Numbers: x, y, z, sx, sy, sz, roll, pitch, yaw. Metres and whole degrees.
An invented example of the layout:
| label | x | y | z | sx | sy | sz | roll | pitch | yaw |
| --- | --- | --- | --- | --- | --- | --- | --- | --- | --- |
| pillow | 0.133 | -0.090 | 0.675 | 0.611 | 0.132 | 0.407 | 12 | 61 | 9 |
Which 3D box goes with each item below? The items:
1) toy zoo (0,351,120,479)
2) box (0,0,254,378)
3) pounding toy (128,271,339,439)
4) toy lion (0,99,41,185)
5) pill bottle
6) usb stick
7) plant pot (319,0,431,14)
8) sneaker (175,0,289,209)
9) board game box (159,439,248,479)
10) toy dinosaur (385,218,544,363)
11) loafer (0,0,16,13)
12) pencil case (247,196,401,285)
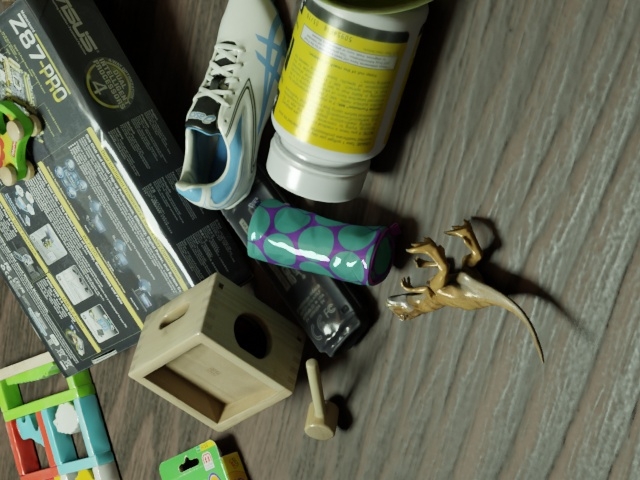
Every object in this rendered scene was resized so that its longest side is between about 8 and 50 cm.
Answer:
| label | x | y | z | sx | sy | sz | roll | pitch | yaw |
| --- | --- | --- | --- | --- | --- | --- | --- | --- | --- |
| toy zoo | -0.332 | 0.292 | 2.119 | 0.192 | 0.030 | 0.293 | -20 | 85 | 47 |
| box | -0.290 | -0.061 | 1.873 | 0.318 | 0.097 | 0.395 | -28 | 94 | 48 |
| pounding toy | -0.060 | 0.125 | 1.715 | 0.181 | 0.206 | 0.094 | -32 | 33 | 40 |
| toy lion | -0.356 | -0.114 | 1.814 | 0.096 | 0.034 | 0.100 | 40 | 133 | 27 |
| pill bottle | 0.020 | -0.149 | 1.569 | 0.119 | 0.119 | 0.208 | 39 | 125 | 34 |
| usb stick | -0.043 | -0.001 | 1.729 | 0.077 | 0.045 | 0.278 | -50 | 64 | 30 |
| plant pot | -0.001 | -0.376 | 1.463 | 0.293 | 0.275 | 0.275 | 41 | 129 | 53 |
| sneaker | -0.094 | -0.149 | 1.692 | 0.085 | 0.086 | 0.237 | 12 | 91 | 33 |
| board game box | -0.104 | 0.363 | 1.892 | 0.124 | 0.039 | 0.259 | -30 | 80 | 46 |
| toy dinosaur | 0.142 | 0.044 | 1.546 | 0.211 | 0.064 | 0.112 | 4 | 121 | 55 |
| loafer | -0.356 | -0.400 | 1.913 | 0.130 | 0.134 | 0.366 | -27 | 90 | 43 |
| pencil case | 0.000 | 0.000 | 1.642 | 0.151 | 0.070 | 0.064 | 15 | 151 | 25 |
